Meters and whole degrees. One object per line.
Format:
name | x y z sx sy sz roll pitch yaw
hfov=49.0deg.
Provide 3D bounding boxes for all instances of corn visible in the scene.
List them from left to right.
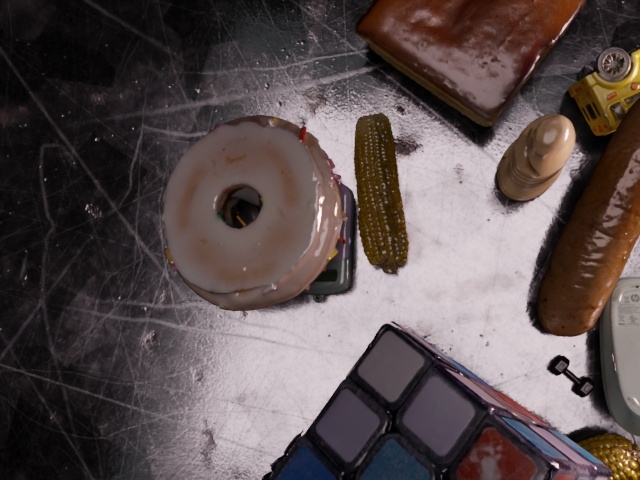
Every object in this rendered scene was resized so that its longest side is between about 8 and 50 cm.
corn | 0.115 -0.093 1.372 0.096 0.097 0.320 -6 82 7
corn | 0.425 0.430 1.260 0.305 0.106 0.106 -20 81 6

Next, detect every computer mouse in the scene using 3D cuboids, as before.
computer mouse | 0.586 0.209 1.267 0.159 0.097 0.289 1 67 7

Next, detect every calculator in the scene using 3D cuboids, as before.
calculator | 0.000 0.000 1.384 0.141 0.045 0.246 0 84 26

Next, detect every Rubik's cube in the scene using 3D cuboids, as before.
Rubik's cube | 0.192 0.395 1.122 0.358 0.363 0.362 33 89 40

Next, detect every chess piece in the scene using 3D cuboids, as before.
chess piece | 0.387 -0.159 1.228 0.138 0.307 0.124 -19 82 6

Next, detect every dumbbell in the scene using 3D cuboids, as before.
dumbbell | 0.468 0.253 1.308 0.083 0.040 0.036 42 121 10

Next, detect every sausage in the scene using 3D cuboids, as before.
sausage | 0.515 -0.053 1.231 0.123 0.136 0.501 34 108 42

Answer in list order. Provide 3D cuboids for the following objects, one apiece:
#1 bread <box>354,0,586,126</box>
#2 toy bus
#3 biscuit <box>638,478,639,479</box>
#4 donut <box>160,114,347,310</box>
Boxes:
bread | 0.290 -0.431 1.357 0.333 0.143 0.324 36 91 10
toy bus | 0.641 -0.325 1.294 0.330 0.144 0.152 -27 89 7
biscuit | 0.658 0.495 1.217 0.309 0.040 0.205 40 91 -8
donut | -0.124 -0.052 1.342 0.382 0.142 0.383 -3 83 23
